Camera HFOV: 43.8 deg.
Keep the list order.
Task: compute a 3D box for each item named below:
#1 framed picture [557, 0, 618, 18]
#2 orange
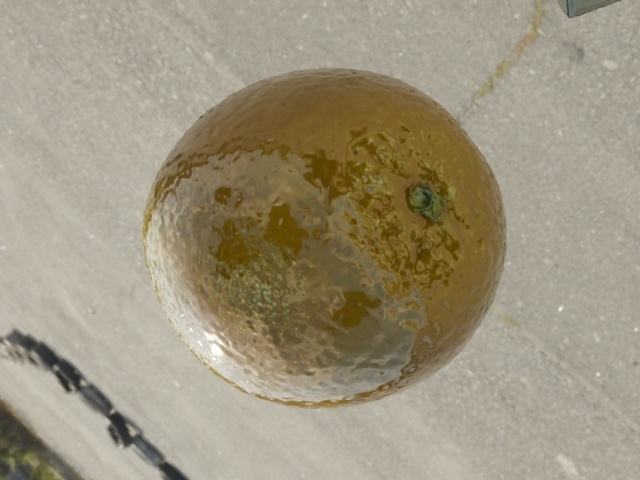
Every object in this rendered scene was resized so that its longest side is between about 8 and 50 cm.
[{"bbox_3d":[0.203,-0.204,0.293,0.189,0.260,0.023,62,-172,-52],"label":"framed picture"},{"bbox_3d":[0.000,0.000,0.512,0.236,0.236,0.236,34,153,20],"label":"orange"}]
